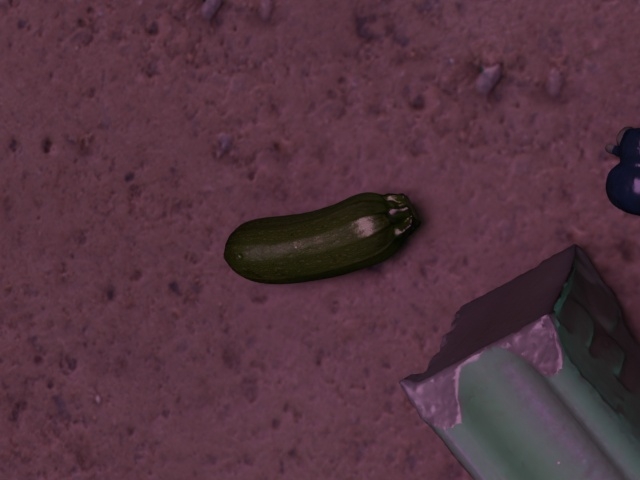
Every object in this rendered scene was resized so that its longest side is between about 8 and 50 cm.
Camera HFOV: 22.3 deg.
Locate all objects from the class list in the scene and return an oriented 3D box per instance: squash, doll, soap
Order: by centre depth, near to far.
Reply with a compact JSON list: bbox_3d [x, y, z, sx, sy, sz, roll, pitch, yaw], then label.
[{"bbox_3d":[0.240,0.173,1.457,0.159,0.258,0.302,-35,94,19],"label":"soap"},{"bbox_3d":[0.293,-0.065,1.498,0.076,0.050,0.083,10,93,33],"label":"doll"},{"bbox_3d":[0.000,0.000,1.642,0.219,0.068,0.077,-15,74,27],"label":"squash"}]
